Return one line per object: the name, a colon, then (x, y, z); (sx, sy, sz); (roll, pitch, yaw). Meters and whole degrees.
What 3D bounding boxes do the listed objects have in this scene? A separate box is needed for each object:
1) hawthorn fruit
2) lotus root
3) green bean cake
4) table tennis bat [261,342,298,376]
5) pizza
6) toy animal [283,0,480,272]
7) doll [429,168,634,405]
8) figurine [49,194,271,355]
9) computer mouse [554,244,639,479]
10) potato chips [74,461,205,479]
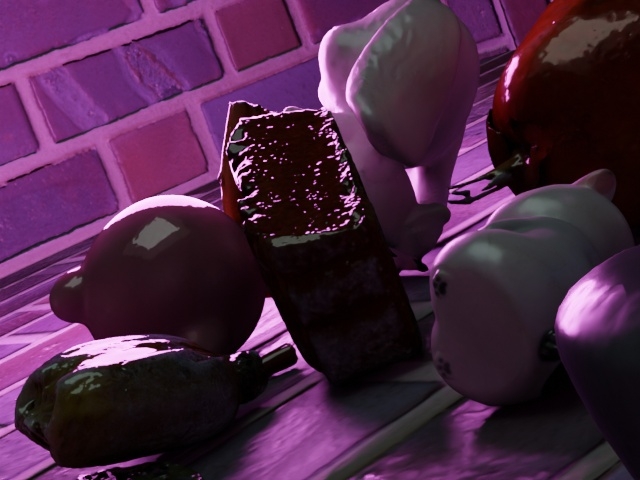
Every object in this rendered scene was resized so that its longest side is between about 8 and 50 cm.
hawthorn fruit: (0.230, -0.098, 1.063); (0.299, 0.211, 0.211); (-34, 13, -16)
lotus root: (-0.124, 0.114, 0.933); (0.192, 0.088, 0.113); (-7, 7, -35)
green bean cake: (0.000, 0.000, 1.008); (0.097, 0.199, 0.233); (-22, 14, 3)
table tennis bat: (-0.088, 0.126, 1.036); (0.154, 0.019, 0.098); (-27, 10, -15)
pizza: (-0.055, -0.084, 1.235); (0.036, 0.185, 0.176); (10, 47, 16)
toy animal: (0.058, -0.098, 1.230); (0.174, 0.289, 0.249); (14, 8, 14)
doll: (0.136, 0.028, 0.807); (0.107, 0.110, 0.181); (6, 24, 25)
figurine: (-0.133, 0.044, 1.147); (0.173, 0.173, 0.173); (-21, 9, 4)
computer mouse: (0.239, 0.066, 0.311); (0.371, 0.122, 0.188); (3, 11, 33)
potato chips: (-0.179, 0.194, 0.812); (0.220, 0.029, 0.202); (-24, 13, -29)
